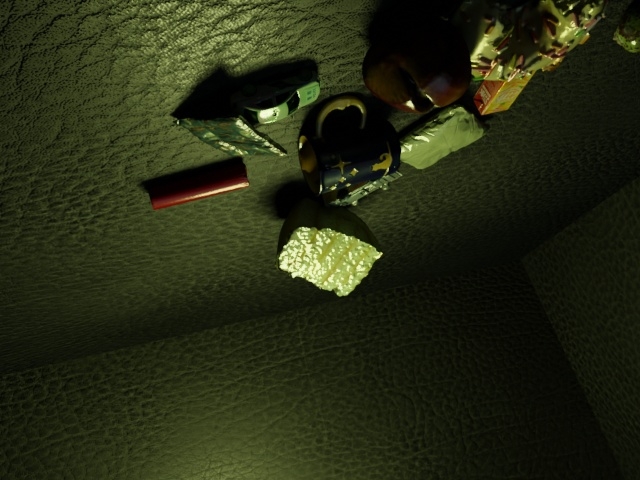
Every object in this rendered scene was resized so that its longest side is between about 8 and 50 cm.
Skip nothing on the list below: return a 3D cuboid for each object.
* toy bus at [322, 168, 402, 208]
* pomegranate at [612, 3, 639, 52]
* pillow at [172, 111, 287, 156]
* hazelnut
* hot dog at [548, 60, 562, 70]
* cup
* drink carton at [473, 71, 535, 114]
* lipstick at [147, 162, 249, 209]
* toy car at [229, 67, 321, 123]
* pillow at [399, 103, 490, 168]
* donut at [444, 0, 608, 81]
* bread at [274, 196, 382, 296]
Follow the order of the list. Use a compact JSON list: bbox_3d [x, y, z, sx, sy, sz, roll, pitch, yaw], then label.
[{"bbox_3d":[0.129,-0.193,1.939,0.268,0.106,0.092,-27,159,27],"label":"toy bus"},{"bbox_3d":[0.873,-0.567,1.621,0.138,0.126,0.163,-30,162,-9],"label":"pomegranate"},{"bbox_3d":[-0.216,-0.255,1.469,0.188,0.034,0.255,2,170,26],"label":"pillow"},{"bbox_3d":[0.220,-0.399,1.349,0.251,0.217,0.217,3,175,36],"label":"hazelnut"},{"bbox_3d":[0.640,-0.538,1.599,0.066,0.047,0.216,-35,158,2],"label":"hot dog"},{"bbox_3d":[0.089,-0.258,1.637,0.256,0.179,0.255,-17,161,-14],"label":"cup"},{"bbox_3d":[0.525,-0.453,1.678,0.096,0.071,0.223,-15,159,-16],"label":"drink carton"},{"bbox_3d":[-0.340,-0.152,1.673,0.279,0.073,0.073,-15,159,-8],"label":"lipstick"},{"bbox_3d":[-0.101,-0.334,1.411,0.224,0.076,0.090,-17,158,-6],"label":"toy car"},{"bbox_3d":[0.379,-0.316,1.890,0.280,0.076,0.274,-30,159,27],"label":"pillow"},{"bbox_3d":[0.474,-0.499,1.395,0.370,0.150,0.307,-15,163,-7],"label":"donut"},{"bbox_3d":[-0.007,-0.005,2.072,0.395,0.264,0.239,23,118,-36],"label":"bread"}]
